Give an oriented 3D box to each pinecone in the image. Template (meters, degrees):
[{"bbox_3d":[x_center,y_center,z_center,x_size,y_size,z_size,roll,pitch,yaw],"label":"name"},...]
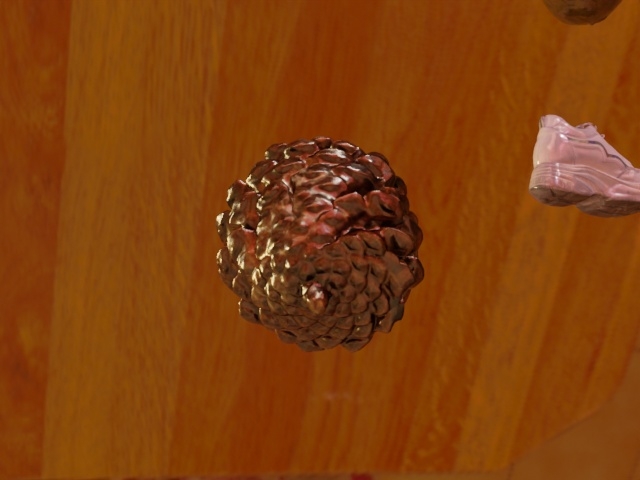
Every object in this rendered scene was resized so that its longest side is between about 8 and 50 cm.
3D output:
[{"bbox_3d":[0.002,0.000,1.720,0.298,0.296,0.242,-14,148,19],"label":"pinecone"}]

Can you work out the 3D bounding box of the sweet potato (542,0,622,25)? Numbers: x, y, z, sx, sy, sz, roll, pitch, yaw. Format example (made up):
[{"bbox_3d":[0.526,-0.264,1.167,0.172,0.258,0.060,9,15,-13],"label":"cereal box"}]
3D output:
[{"bbox_3d":[0.357,-0.397,1.671,0.158,0.158,0.370,-16,148,-5],"label":"sweet potato"}]

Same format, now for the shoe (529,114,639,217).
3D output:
[{"bbox_3d":[0.437,-0.117,1.945,0.245,0.095,0.138,9,76,-25],"label":"shoe"}]
